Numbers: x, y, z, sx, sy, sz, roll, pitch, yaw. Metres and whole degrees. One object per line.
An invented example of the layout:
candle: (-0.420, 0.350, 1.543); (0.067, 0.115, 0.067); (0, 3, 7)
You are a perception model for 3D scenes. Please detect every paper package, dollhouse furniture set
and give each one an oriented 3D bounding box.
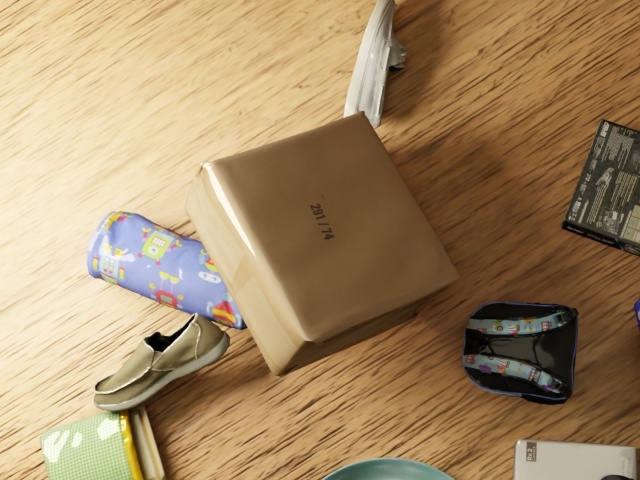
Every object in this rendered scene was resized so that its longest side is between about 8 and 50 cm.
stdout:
paper package: (0.000, 0.000, 1.901); (0.309, 0.168, 0.325); (-22, 75, -28)
dollhouse furniture set: (-0.343, 0.415, 1.941); (0.197, 0.151, 0.301); (-20, 78, 4)

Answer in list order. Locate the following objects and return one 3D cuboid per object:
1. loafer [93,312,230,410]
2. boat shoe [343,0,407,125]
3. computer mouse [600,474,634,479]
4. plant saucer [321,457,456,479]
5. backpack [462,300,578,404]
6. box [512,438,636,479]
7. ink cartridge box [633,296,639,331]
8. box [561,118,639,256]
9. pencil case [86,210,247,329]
loafer: (-0.270, 0.190, 1.980); (0.251, 0.094, 0.087); (-29, 110, 8)
boat shoe: (0.102, -0.300, 2.048); (0.081, 0.079, 0.227); (16, 88, 1)
computer mouse: (0.499, 0.412, 1.735); (0.242, 0.041, 0.071); (29, 93, 25)
plant saucer: (0.104, 0.481, 1.865); (0.317, 0.044, 0.317); (-3, 51, 4)
backpack: (0.311, 0.173, 1.912); (0.173, 0.117, 0.158); (5, 81, 8)
box: (0.384, 0.399, 1.862); (0.182, 0.119, 0.181); (2, 81, 8)
ink cartridge box: (0.640, 0.193, 1.851); (0.270, 0.151, 0.395); (-11, 77, 6)
box: (0.486, -0.083, 1.952); (0.147, 0.077, 0.180); (20, 84, 11)
pencil case: (-0.227, 0.045, 2.005); (0.306, 0.119, 0.133); (19, 65, 11)
